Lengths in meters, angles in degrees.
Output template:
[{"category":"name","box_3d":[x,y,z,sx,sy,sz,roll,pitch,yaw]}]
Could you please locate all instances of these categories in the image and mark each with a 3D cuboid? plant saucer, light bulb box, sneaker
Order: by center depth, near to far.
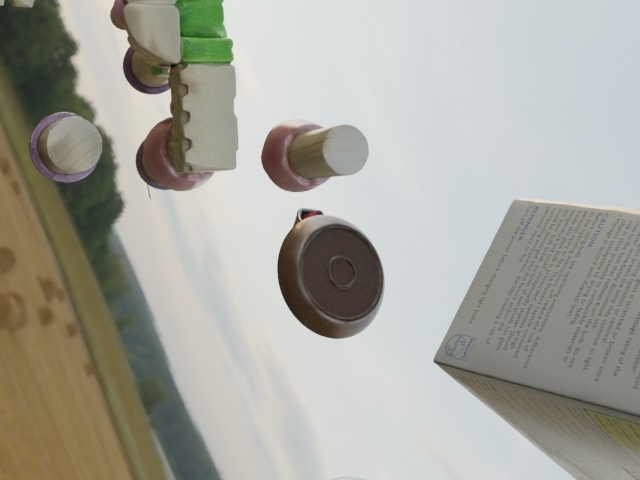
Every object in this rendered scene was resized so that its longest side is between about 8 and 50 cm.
[{"category":"light bulb box","box_3d":[0.385,0.148,1.174,0.361,0.225,0.358,10,-24,49]},{"category":"plant saucer","box_3d":[0.022,0.044,1.474,0.029,0.168,0.168,-25,-92,55]},{"category":"sneaker","box_3d":[0.000,0.000,1.671,0.118,0.042,0.067,44,-35,26]}]

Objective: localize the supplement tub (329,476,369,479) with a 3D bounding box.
[{"category":"supplement tub","box_3d":[0.001,0.305,1.031,0.117,0.117,0.190,62,-37,22]}]

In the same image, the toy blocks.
[{"category":"toy blocks","box_3d":[-0.145,-0.179,0.963,0.260,0.309,0.289,-176,-97,-68]}]
